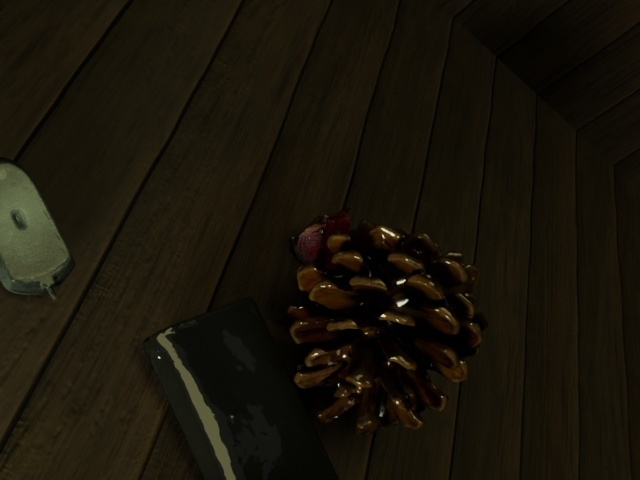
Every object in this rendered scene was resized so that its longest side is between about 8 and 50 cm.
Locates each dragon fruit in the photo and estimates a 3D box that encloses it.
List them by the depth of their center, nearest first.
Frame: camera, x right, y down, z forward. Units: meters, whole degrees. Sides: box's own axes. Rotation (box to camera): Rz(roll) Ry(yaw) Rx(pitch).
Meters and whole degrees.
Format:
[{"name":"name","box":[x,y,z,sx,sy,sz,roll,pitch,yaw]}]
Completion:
[{"name":"dragon fruit","box":[0.000,0.000,1.585,0.102,0.096,0.147,-20,121,-44]}]

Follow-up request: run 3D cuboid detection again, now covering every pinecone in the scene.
[{"name":"pinecone","box":[0.096,0.172,1.393,0.384,0.384,0.384,24,49,-31]}]

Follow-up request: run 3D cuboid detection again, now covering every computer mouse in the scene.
[{"name":"computer mouse","box":[-0.448,-0.014,1.192,0.113,0.068,0.229,-24,92,-31]}]

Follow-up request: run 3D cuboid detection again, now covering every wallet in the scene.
[{"name":"wallet","box":[-0.112,0.304,1.282,0.228,0.062,0.406,-18,80,-45]}]
